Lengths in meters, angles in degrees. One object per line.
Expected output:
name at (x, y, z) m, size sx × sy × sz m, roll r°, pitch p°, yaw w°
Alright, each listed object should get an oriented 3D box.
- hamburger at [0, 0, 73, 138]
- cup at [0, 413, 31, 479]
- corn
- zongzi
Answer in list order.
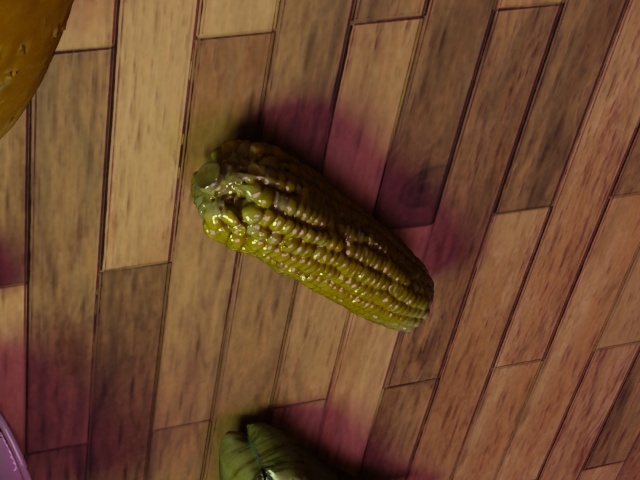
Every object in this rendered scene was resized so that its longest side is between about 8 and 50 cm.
hamburger at (-0.290, -0.152, 0.904) m, size 0.284 × 0.174 × 0.304 m, roll -10°, pitch 148°, yaw -35°
cup at (-0.392, 0.278, 1.296) m, size 0.274 × 0.253 × 0.253 m, roll -17°, pitch 142°, yaw 2°
corn at (0.000, 0.000, 1.280) m, size 0.097 × 0.097 × 0.320 m, roll -37°, pitch 142°, yaw 16°
zongzi at (0.011, 0.261, 1.581) m, size 0.256 × 0.115 × 0.228 m, roll -16°, pitch 137°, yaw -20°
